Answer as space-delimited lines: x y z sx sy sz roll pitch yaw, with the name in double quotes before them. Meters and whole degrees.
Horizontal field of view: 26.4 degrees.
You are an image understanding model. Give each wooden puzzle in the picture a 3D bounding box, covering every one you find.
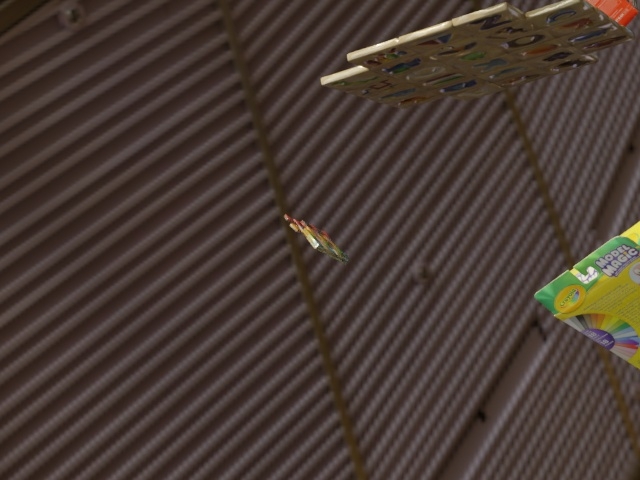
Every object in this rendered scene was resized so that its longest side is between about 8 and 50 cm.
"wooden puzzle" 0.000 0.000 1.354 0.006 0.049 0.083 -50 -43 12

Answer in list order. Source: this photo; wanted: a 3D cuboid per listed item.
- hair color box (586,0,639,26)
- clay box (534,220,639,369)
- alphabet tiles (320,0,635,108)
"hair color box" 0.312 -0.309 1.625 0.141 0.043 0.072 39 -159 -5
"clay box" 0.329 0.064 1.324 0.222 0.127 0.053 32 -138 -20
"alphabet tiles" 0.174 -0.197 1.470 0.342 0.285 0.011 4 -107 -64
